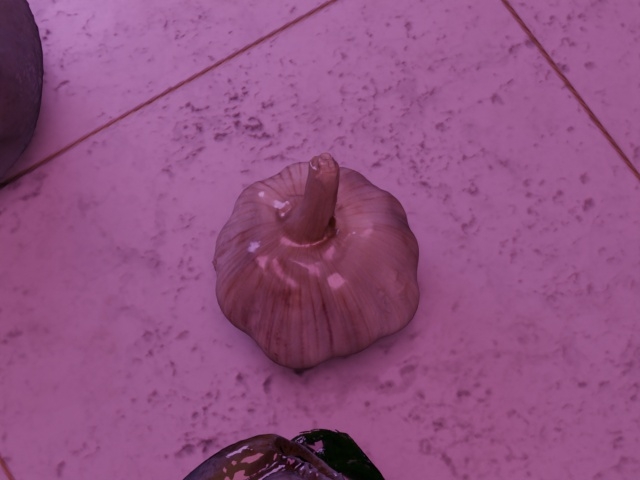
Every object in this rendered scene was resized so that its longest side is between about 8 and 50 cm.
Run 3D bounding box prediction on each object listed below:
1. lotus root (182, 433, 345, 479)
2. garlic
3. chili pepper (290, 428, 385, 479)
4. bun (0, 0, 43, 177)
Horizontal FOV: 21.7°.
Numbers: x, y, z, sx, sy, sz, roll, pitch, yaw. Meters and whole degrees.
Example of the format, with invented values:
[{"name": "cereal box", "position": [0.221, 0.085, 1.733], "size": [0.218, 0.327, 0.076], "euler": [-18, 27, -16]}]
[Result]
[{"name": "lotus root", "position": [-0.100, 0.307, 1.407], "size": [0.322, 0.140, 0.158], "euler": [-49, 40, 7]}, {"name": "garlic", "position": [0.000, 0.000, 1.490], "size": [0.199, 0.226, 0.199], "euler": [1, 63, -2]}, {"name": "chili pepper", "position": [0.028, 0.272, 1.466], "size": [0.098, 0.061, 0.224], "euler": [-14, 66, -12]}, {"name": "bun", "position": [-0.429, -0.174, 1.584], "size": [0.355, 0.194, 0.354], "euler": [-1, 69, 3]}]
